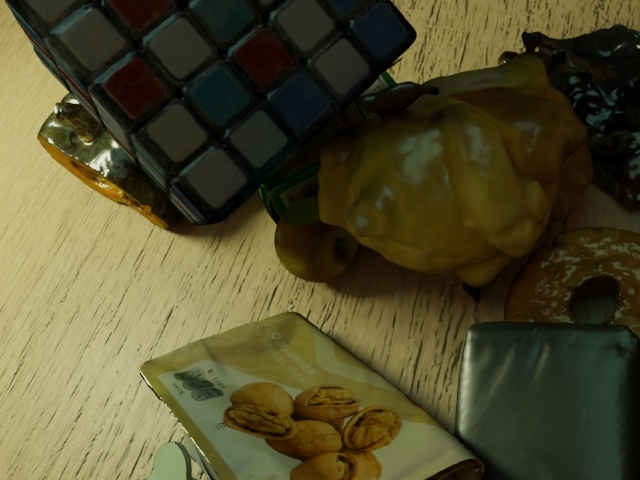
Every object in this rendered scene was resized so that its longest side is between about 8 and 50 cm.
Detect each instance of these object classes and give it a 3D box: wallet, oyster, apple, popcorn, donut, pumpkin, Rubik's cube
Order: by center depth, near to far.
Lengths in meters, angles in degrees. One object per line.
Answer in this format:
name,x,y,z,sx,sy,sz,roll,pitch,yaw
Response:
wallet,0.200,0.194,0.585,0.169,0.052,0.245,-2,70,33
donut,0.280,0.072,0.665,0.178,0.065,0.162,-42,52,-9
popcorn,0.155,-0.065,0.719,0.316,0.280,0.297,-14,19,-9
Rubik's cube,-0.120,-0.210,0.732,0.287,0.293,0.292,-43,11,-10
oyster,0.378,-0.186,0.801,0.221,0.096,0.361,-31,49,-7
apple,0.000,0.000,0.843,0.114,0.099,0.102,-36,38,-24
pumpkin,-0.328,-0.149,1.049,0.317,0.221,0.139,29,71,39

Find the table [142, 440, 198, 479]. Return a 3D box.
table,-0.139,0.309,0.608,0.167,0.166,0.198,-37,56,-3

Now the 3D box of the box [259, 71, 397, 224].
box,0.024,-0.132,0.934,0.250,0.103,0.180,-27,47,4

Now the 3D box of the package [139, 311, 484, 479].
package,-0.025,0.225,0.666,0.222,0.164,0.311,-15,28,-32
